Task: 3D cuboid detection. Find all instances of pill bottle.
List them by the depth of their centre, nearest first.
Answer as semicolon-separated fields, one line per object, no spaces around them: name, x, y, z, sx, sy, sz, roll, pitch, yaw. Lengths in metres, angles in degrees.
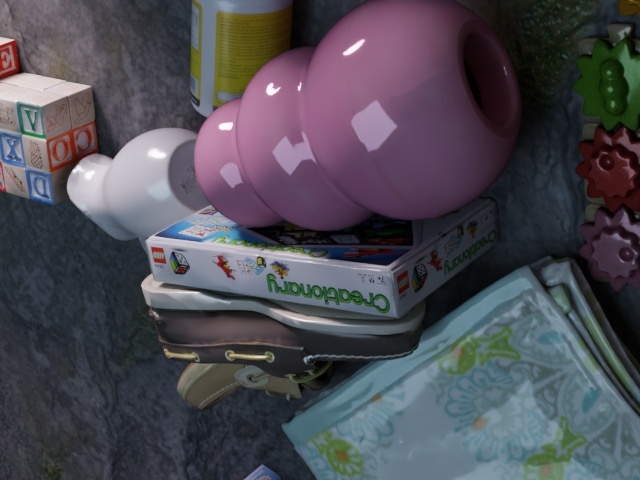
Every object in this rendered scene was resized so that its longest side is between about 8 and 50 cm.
pill bottle;-0.080;-0.219;1.307;0.103;0.103;0.184;23;125;28

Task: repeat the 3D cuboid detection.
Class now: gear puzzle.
gear puzzle;0.296;-0.100;1.108;0.175;0.044;0.339;10;117;35

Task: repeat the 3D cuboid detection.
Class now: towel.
towel;0.180;0.226;1.286;0.374;0.090;0.321;-35;88;30

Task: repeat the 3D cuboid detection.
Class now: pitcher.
pitcher;-0.178;-0.040;1.480;0.207;0.125;0.178;-11;126;52

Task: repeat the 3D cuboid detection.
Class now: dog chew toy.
dog chew toy;0.017;-0.102;1.203;0.331;0.206;0.207;-16;101;35

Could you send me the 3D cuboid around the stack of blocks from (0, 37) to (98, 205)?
stack of blocks;-0.418;-0.163;1.615;0.297;0.087;0.171;15;120;33

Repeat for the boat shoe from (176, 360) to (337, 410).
boat shoe;-0.039;0.129;1.439;0.341;0.121;0.110;-37;86;42

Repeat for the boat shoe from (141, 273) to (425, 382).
boat shoe;-0.037;0.087;1.296;0.324;0.116;0.097;4;114;30

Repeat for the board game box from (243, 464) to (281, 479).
board game box;-0.128;0.404;1.623;0.039;0.160;0.212;30;128;22

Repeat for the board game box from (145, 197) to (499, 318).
board game box;0.000;0.000;1.294;0.305;0.193;0.053;7;115;37
